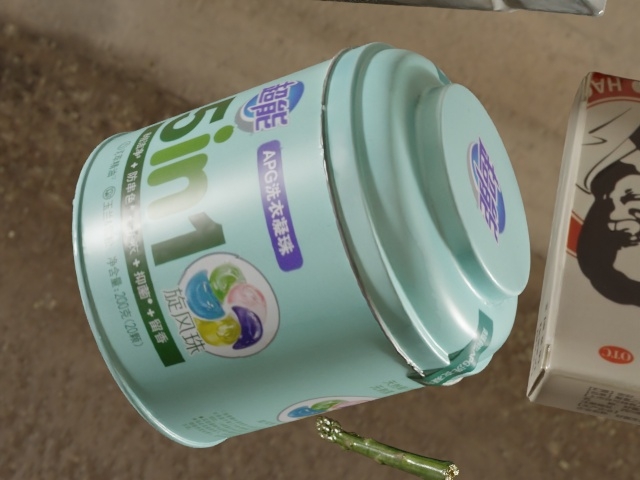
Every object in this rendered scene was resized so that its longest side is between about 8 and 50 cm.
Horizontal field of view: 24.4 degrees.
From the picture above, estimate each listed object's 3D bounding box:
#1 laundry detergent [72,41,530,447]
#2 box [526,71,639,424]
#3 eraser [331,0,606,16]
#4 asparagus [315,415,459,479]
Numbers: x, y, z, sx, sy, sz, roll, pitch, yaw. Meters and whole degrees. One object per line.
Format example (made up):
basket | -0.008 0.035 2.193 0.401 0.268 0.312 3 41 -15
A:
laundry detergent | 0.000 0.000 1.231 0.287 0.305 0.287 46 35 -46
box | 0.320 0.031 0.934 0.353 0.069 0.214 11 65 3
eraser | -0.022 -0.222 0.831 0.213 0.082 0.397 37 -12 -35
asparagus | 0.031 0.113 0.802 0.015 0.014 0.114 -9 15 -40
